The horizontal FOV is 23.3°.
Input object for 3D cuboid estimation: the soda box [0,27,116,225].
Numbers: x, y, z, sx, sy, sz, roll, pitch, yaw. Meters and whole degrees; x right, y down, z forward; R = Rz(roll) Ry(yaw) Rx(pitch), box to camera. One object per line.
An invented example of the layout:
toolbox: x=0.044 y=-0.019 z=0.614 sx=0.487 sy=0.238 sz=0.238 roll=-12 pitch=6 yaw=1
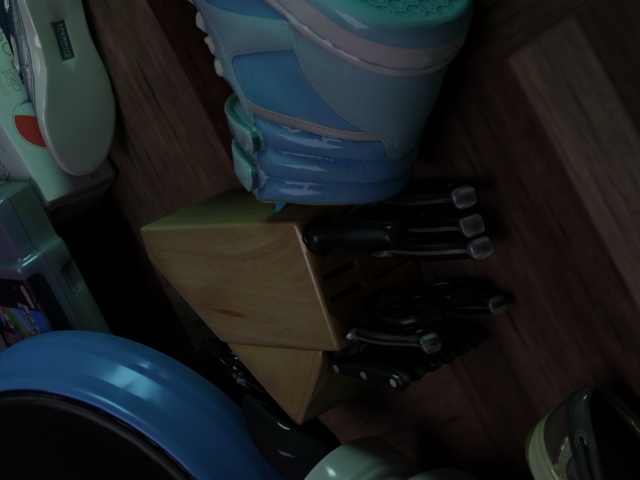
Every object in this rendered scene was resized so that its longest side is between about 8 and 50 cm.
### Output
soda box: x=-0.272 y=-0.119 z=1.385 sx=0.216 sy=0.074 sz=0.069 roll=58 pitch=147 yaw=10

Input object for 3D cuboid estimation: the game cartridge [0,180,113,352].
game cartridge: x=-0.267 y=0.105 z=1.445 sx=0.230 sy=0.068 sz=0.355 roll=7 pitch=128 yaw=51

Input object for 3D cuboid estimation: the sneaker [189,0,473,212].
sneaker: x=-0.050 y=-0.137 z=1.026 sx=0.319 sy=0.127 sz=0.208 roll=41 pitch=139 yaw=31

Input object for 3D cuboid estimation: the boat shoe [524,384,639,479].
boat shoe: x=0.207 y=0.185 z=0.931 sx=0.223 sy=0.080 sz=0.073 roll=55 pitch=151 yaw=21

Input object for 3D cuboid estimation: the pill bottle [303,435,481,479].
pill bottle: x=0.101 y=0.251 z=1.053 sx=0.272 sy=0.152 sz=0.152 roll=33 pitch=136 yaw=37

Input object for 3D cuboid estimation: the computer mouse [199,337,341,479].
computer mouse: x=-0.049 y=0.132 z=1.213 sx=0.041 sy=0.071 sz=0.242 roll=-65 pitch=25 yaw=5

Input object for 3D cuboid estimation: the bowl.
bowl: x=-0.176 y=0.264 z=1.354 sx=0.391 sy=0.077 sz=0.391 roll=16 pitch=124 yaw=25

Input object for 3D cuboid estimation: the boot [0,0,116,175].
boot: x=-0.229 y=-0.151 z=1.324 sx=0.086 sy=0.069 sz=0.190 roll=11 pitch=112 yaw=59

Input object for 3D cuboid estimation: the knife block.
knife block: x=0.000 y=0.000 z=1.083 sx=0.275 sy=0.088 sz=0.242 roll=46 pitch=142 yaw=25
